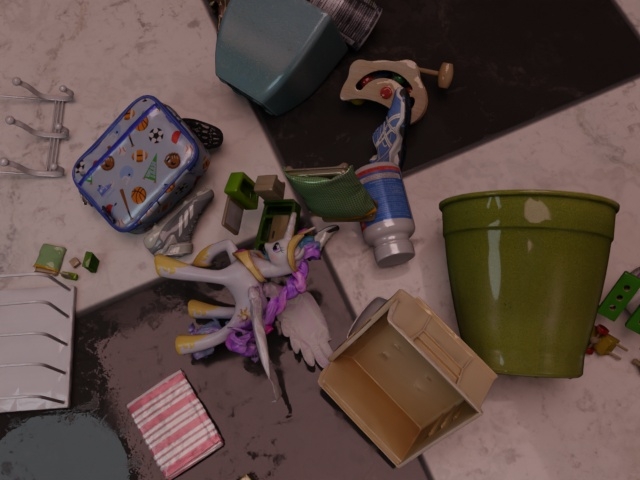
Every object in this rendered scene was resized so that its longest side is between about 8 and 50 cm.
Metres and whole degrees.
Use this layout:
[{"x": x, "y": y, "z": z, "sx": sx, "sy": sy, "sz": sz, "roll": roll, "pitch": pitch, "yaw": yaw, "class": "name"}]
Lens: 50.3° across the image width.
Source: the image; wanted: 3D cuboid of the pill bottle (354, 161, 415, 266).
[{"x": 0.149, "y": -0.059, "z": 1.574, "sx": 0.124, "sy": 0.124, "sz": 0.222, "roll": -11, "pitch": 70, "yaw": -3, "class": "pill bottle"}]

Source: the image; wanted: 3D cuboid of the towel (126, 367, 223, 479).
[{"x": -0.317, "y": 0.397, "z": 1.479, "sx": 0.144, "sy": 0.029, "sz": 0.197, "roll": -32, "pitch": 71, "yaw": -9, "class": "towel"}]

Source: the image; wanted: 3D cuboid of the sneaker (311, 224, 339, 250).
[{"x": 0.000, "y": 0.000, "z": 1.607, "sx": 0.109, "sy": 0.040, "sz": 0.044, "roll": -32, "pitch": 90, "yaw": -6, "class": "sneaker"}]

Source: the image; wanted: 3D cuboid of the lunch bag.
[{"x": -0.428, "y": -0.174, "z": 1.593, "sx": 0.303, "sy": 0.115, "sz": 0.243, "roll": -43, "pitch": 80, "yaw": 7, "class": "lunch bag"}]

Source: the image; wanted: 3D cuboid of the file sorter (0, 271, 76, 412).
[{"x": -0.657, "y": 0.218, "z": 1.469, "sx": 0.192, "sy": 0.173, "sz": 0.278, "roll": -4, "pitch": 71, "yaw": -1, "class": "file sorter"}]

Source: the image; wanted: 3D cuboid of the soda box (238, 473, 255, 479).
[{"x": -0.112, "y": 0.566, "z": 1.397, "sx": 0.058, "sy": 0.061, "sz": 0.181, "roll": -42, "pitch": 76, "yaw": -12, "class": "soda box"}]

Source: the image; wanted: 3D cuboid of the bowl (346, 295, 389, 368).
[{"x": 0.141, "y": 0.212, "z": 1.519, "sx": 0.142, "sy": 0.053, "sz": 0.142, "roll": 35, "pitch": 75, "yaw": 11, "class": "bowl"}]

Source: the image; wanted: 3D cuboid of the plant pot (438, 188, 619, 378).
[{"x": 0.427, "y": 0.102, "z": 1.422, "sx": 0.366, "sy": 0.366, "sz": 0.353, "roll": 3, "pitch": 83, "yaw": 2, "class": "plant pot"}]

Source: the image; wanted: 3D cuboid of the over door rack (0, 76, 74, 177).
[{"x": -0.788, "y": -0.273, "z": 1.675, "sx": 0.323, "sy": 0.108, "sz": 0.240, "roll": -1, "pitch": 70, "yaw": 1, "class": "over door rack"}]

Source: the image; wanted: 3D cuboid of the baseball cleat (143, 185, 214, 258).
[{"x": -0.315, "y": -0.030, "z": 1.612, "sx": 0.206, "sy": 0.072, "sz": 0.109, "roll": -40, "pitch": 89, "yaw": -7, "class": "baseball cleat"}]

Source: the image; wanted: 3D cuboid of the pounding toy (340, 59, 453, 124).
[{"x": 0.194, "y": -0.369, "z": 1.710, "sx": 0.269, "sy": 0.155, "sz": 0.154, "roll": 4, "pitch": 99, "yaw": 12, "class": "pounding toy"}]

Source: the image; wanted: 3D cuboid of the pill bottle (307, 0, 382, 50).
[{"x": 0.024, "y": -0.599, "z": 1.722, "sx": 0.245, "sy": 0.130, "sz": 0.131, "roll": 31, "pitch": 73, "yaw": -10, "class": "pill bottle"}]

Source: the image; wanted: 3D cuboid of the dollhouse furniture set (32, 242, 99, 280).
[{"x": -0.600, "y": 0.046, "z": 1.586, "sx": 0.151, "sy": 0.059, "sz": 0.076, "roll": 9, "pitch": 71, "yaw": 4, "class": "dollhouse furniture set"}]

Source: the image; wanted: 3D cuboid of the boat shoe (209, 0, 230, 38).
[{"x": -0.249, "y": -0.634, "z": 1.797, "sx": 0.095, "sy": 0.095, "sz": 0.258, "roll": -8, "pitch": 71, "yaw": 5, "class": "boat shoe"}]

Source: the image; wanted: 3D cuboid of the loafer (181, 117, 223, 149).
[{"x": -0.342, "y": -0.266, "z": 1.676, "sx": 0.223, "sy": 0.078, "sz": 0.076, "roll": 7, "pitch": 102, "yaw": 9, "class": "loafer"}]

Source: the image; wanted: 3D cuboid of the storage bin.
[{"x": 0.164, "y": 0.274, "z": 1.361, "sx": 0.260, "sy": 0.262, "sz": 0.123, "roll": 45, "pitch": 40, "yaw": 5, "class": "storage bin"}]

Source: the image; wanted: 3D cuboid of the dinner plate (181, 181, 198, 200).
[{"x": -0.367, "y": -0.154, "z": 1.673, "sx": 0.141, "sy": 0.017, "sz": 0.141, "roll": 0, "pitch": 71, "yaw": 0, "class": "dinner plate"}]

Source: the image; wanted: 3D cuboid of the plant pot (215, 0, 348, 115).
[{"x": -0.118, "y": -0.456, "z": 1.661, "sx": 0.247, "sy": 0.248, "sz": 0.252, "roll": 34, "pitch": 94, "yaw": 11, "class": "plant pot"}]

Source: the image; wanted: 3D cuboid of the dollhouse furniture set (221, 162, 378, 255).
[{"x": -0.044, "y": -0.050, "z": 1.483, "sx": 0.301, "sy": 0.197, "sz": 0.151, "roll": -1, "pitch": 66, "yaw": 27, "class": "dollhouse furniture set"}]

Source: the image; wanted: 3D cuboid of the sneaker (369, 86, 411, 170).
[{"x": 0.167, "y": -0.261, "z": 1.621, "sx": 0.081, "sy": 0.080, "sz": 0.211, "roll": 15, "pitch": 114, "yaw": 15, "class": "sneaker"}]

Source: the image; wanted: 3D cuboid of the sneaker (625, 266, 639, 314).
[{"x": 0.813, "y": 0.081, "z": 1.534, "sx": 0.305, "sy": 0.114, "sz": 0.152, "roll": -38, "pitch": 83, "yaw": -4, "class": "sneaker"}]

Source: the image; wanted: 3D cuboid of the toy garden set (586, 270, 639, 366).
[{"x": 0.711, "y": 0.200, "z": 1.476, "sx": 0.244, "sy": 0.049, "sz": 0.204, "roll": 28, "pitch": 114, "yaw": 5, "class": "toy garden set"}]

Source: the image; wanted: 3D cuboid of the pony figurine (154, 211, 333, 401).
[{"x": -0.141, "y": 0.141, "z": 1.434, "sx": 0.363, "sy": 0.303, "sz": 0.351, "roll": -12, "pitch": 93, "yaw": 22, "class": "pony figurine"}]
